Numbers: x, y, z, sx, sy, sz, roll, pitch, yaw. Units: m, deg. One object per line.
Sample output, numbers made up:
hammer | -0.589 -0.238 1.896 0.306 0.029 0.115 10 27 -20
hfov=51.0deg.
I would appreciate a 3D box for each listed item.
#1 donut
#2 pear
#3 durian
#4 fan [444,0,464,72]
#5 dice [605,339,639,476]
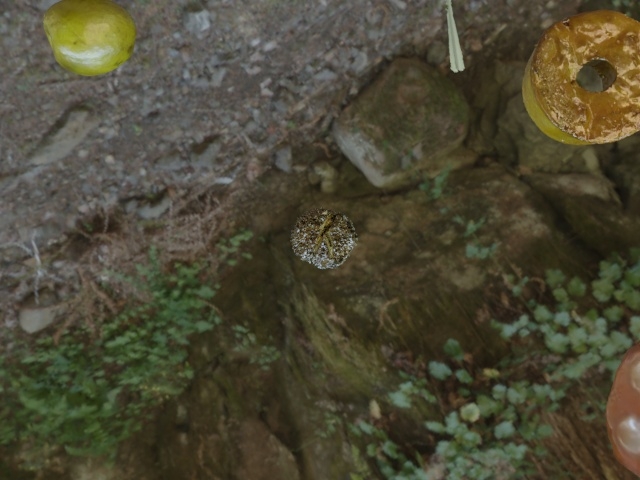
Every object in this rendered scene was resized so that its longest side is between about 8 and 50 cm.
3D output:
donut | 0.524 -0.311 1.321 0.278 0.277 0.108 -28 179 -10
pear | -0.424 -0.378 1.243 0.162 0.148 0.148 -9 152 -24
durian | 0.000 0.000 0.804 0.080 0.080 0.091 -16 168 -35
fan | 0.171 -0.454 0.978 0.233 0.414 0.012 -21 -169 -39
dice | 0.490 0.229 0.854 0.174 0.175 0.179 7 95 -34
